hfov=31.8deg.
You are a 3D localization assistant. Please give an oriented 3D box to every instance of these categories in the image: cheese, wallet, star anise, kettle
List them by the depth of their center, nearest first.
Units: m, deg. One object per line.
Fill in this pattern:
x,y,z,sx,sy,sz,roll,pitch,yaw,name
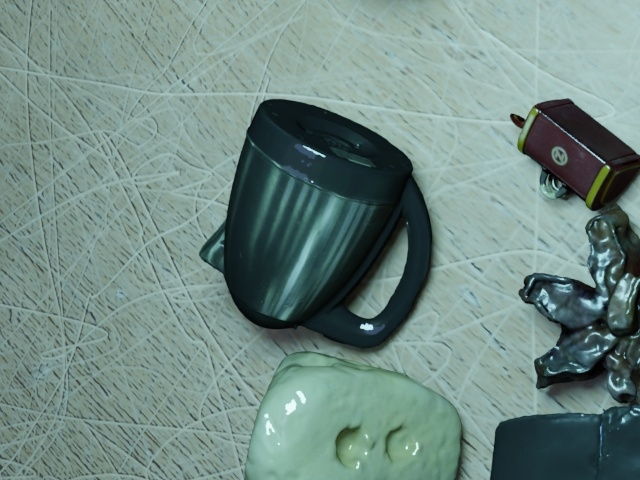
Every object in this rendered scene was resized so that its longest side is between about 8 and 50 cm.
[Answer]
0.262,0.353,1.138,0.228,0.062,0.406,-13,43,30,wallet
0.321,0.068,1.231,0.214,0.099,0.220,7,91,22,star anise
0.027,0.229,1.325,0.251,0.248,0.173,12,95,25,cheese
-0.012,-0.009,1.407,0.271,0.251,0.207,-65,30,19,kettle

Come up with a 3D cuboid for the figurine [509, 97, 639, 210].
0.277,-0.097,1.287,0.154,0.082,0.098,42,128,26,figurine
